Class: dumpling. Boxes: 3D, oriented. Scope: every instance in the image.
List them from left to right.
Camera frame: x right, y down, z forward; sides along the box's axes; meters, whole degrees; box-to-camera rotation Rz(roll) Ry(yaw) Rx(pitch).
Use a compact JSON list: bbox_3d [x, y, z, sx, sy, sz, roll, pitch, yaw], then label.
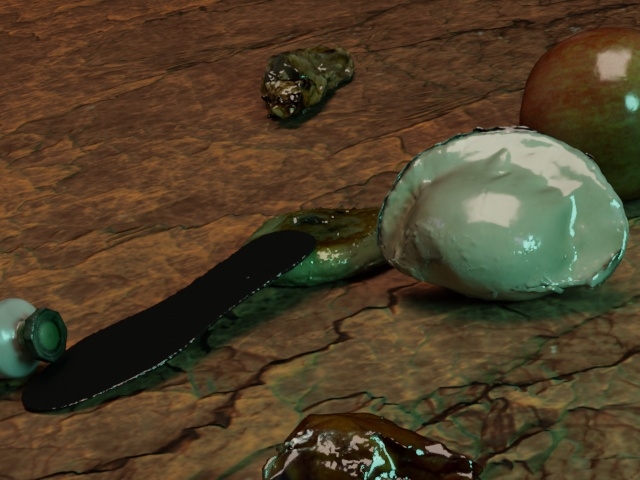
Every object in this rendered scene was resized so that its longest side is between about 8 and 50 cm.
[{"bbox_3d":[0.175,-0.026,1.497,0.247,0.172,0.142,6,-6,22],"label":"dumpling"}]

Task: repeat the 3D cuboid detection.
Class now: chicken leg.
[{"bbox_3d":[0.095,0.195,1.063,0.304,0.093,0.113,16,49,34],"label":"chicken leg"}]

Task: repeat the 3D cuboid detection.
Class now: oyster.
[{"bbox_3d":[-0.024,-0.242,2.304,0.129,0.078,0.345,3,19,8],"label":"oyster"}]

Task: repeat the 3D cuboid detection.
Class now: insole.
[{"bbox_3d":[-0.139,0.075,1.515,0.348,0.009,0.119,-34,31,-33],"label":"insole"}]

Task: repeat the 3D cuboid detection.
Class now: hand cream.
[{"bbox_3d":[-0.395,0.104,1.544,0.336,0.076,0.121,-6,16,31],"label":"hand cream"}]

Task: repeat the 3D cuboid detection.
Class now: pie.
[{"bbox_3d":[0.000,0.000,1.670,0.187,0.041,0.187,-9,20,3],"label":"pie"}]

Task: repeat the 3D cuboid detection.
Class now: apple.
[{"bbox_3d":[0.307,-0.133,1.685,0.174,0.188,0.188,-4,19,36],"label":"apple"}]
